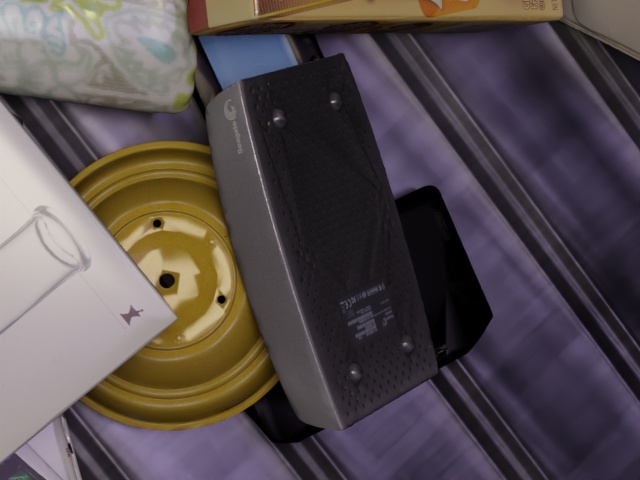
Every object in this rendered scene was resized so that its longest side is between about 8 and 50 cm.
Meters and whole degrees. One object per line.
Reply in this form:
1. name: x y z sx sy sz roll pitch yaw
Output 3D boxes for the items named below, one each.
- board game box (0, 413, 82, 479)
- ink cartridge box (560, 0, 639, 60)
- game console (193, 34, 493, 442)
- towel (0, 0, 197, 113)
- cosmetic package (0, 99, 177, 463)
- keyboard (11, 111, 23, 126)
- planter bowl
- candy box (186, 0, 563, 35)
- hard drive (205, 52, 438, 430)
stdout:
1. board game box: -0.325 0.186 1.411 0.305 0.053 0.193 -15 92 -19
2. ink cartridge box: 0.340 -0.268 1.562 0.270 0.197 0.198 -14 116 -19
3. game console: -0.024 -0.041 1.533 0.213 0.044 0.361 -27 96 -19
4. towel: -0.233 -0.293 1.433 0.320 0.090 0.374 6 86 -14
5. cosmetic package: -0.322 -0.006 1.319 0.284 0.097 0.377 -40 98 -6
6. keyboard: -0.304 -0.048 1.404 0.108 0.023 0.180 39 103 -15
7. planter bowl: -0.111 0.031 1.444 0.217 0.090 0.217 0 86 -2
8. candy box: 0.040 -0.249 1.486 0.316 0.087 0.183 -6 90 -41
9. hard drive: 0.000 0.000 1.447 0.172 0.054 0.254 -23 98 -58
